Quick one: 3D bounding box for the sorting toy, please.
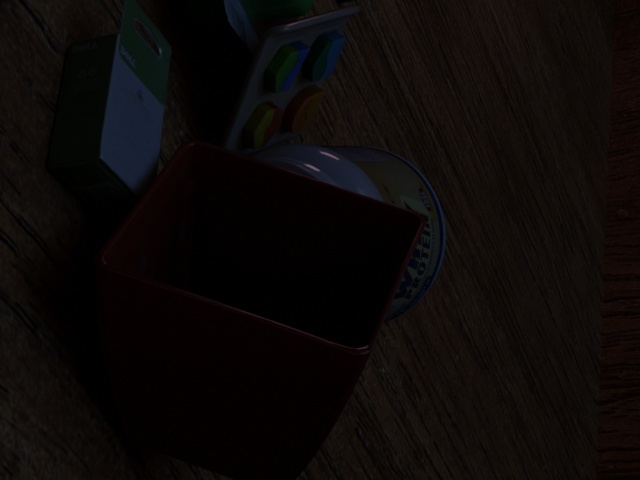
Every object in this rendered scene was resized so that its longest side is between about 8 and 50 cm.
[{"bbox_3d":[-0.039,-0.180,1.878,0.193,0.038,0.208,-27,150,-56],"label":"sorting toy"}]

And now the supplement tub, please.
[{"bbox_3d":[0.000,0.000,1.856,0.316,0.228,0.228,-8,89,-68],"label":"supplement tub"}]

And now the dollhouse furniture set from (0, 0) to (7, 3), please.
[{"bbox_3d":[-0.327,-0.303,1.366,0.242,0.161,0.212,-103,176,-72],"label":"dollhouse furniture set"}]

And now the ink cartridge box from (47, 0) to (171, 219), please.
[{"bbox_3d":[-0.212,-0.138,1.615,0.109,0.062,0.209,50,37,-52],"label":"ink cartridge box"}]

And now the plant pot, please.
[{"bbox_3d":[-0.073,0.092,1.585,0.267,0.267,0.235,-61,168,-57],"label":"plant pot"}]

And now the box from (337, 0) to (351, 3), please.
[{"bbox_3d":[0.033,-0.492,2.361,0.175,0.051,0.220,-68,142,-52],"label":"box"}]

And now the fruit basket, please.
[{"bbox_3d":[-0.081,-0.344,1.952,0.353,0.166,0.327,63,24,-71],"label":"fruit basket"}]
